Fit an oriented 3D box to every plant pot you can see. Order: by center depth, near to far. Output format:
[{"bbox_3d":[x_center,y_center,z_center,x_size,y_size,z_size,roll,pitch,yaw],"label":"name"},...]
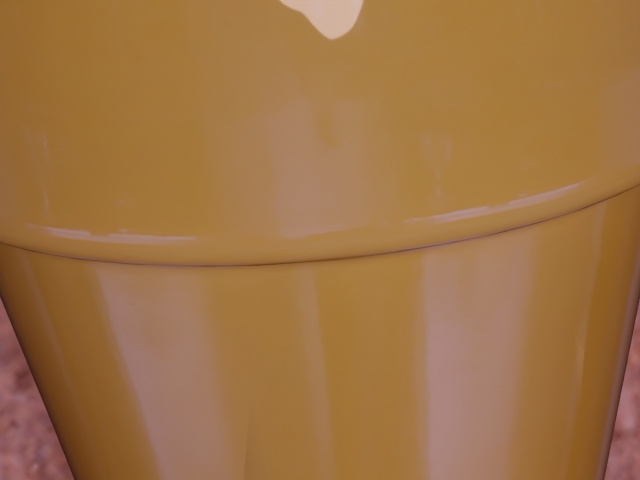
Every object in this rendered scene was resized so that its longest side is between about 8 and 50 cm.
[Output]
[{"bbox_3d":[0.000,0.000,0.519,0.254,0.254,0.239,-12,111,-19],"label":"plant pot"}]
